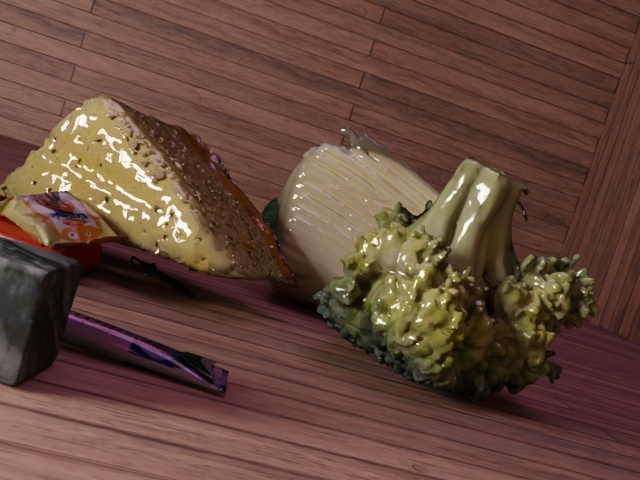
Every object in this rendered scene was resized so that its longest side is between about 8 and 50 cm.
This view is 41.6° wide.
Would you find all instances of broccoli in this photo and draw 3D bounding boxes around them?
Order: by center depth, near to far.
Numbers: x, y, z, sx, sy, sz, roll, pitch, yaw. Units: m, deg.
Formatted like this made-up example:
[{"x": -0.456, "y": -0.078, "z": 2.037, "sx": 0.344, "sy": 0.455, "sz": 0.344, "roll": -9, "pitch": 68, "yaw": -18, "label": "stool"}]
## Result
[{"x": 0.152, "y": 0.033, "z": 1.061, "sx": 0.347, "sy": 0.281, "sz": 0.293, "roll": 16, "pitch": 16, "yaw": -37, "label": "broccoli"}]

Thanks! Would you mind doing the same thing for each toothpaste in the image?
[{"x": -0.160, "y": 0.095, "z": 0.728, "sx": 0.169, "sy": 0.028, "sz": 0.045, "roll": 21, "pitch": 10, "yaw": -8, "label": "toothpaste"}]

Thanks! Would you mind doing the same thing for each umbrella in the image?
[{"x": -0.214, "y": 0.049, "z": 1.148, "sx": 0.148, "sy": 0.022, "sz": 0.022, "roll": 21, "pitch": 32, "yaw": 37, "label": "umbrella"}]

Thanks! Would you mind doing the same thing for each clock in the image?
[{"x": -0.350, "y": -0.004, "z": 1.010, "sx": 0.155, "sy": 0.061, "sz": 0.113, "roll": 21, "pitch": 6, "yaw": 10, "label": "clock"}]

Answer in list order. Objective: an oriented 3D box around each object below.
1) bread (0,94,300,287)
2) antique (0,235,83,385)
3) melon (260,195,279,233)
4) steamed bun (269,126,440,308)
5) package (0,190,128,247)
[{"x": -0.241, "y": -0.008, "z": 1.146, "sx": 0.315, "sy": 0.279, "sz": 0.248, "roll": 60, "pitch": 11, "yaw": 18, "label": "bread"}, {"x": -0.284, "y": 0.032, "z": 0.622, "sx": 0.182, "sy": 0.086, "sz": 0.088, "roll": 18, "pitch": 3, "yaw": 0, "label": "antique"}, {"x": 0.000, "y": 0.000, "z": 1.593, "sx": 0.287, "sy": 0.182, "sz": 0.182, "roll": 20, "pitch": 4, "yaw": -3, "label": "melon"}, {"x": 0.065, "y": 0.006, "z": 1.384, "sx": 0.290, "sy": 0.274, "sz": 0.272, "roll": 26, "pitch": -10, "yaw": 11, "label": "steamed bun"}, {"x": -0.299, "y": -0.023, "z": 0.969, "sx": 0.120, "sy": 0.031, "sz": 0.108, "roll": 32, "pitch": 22, "yaw": 27, "label": "package"}]
